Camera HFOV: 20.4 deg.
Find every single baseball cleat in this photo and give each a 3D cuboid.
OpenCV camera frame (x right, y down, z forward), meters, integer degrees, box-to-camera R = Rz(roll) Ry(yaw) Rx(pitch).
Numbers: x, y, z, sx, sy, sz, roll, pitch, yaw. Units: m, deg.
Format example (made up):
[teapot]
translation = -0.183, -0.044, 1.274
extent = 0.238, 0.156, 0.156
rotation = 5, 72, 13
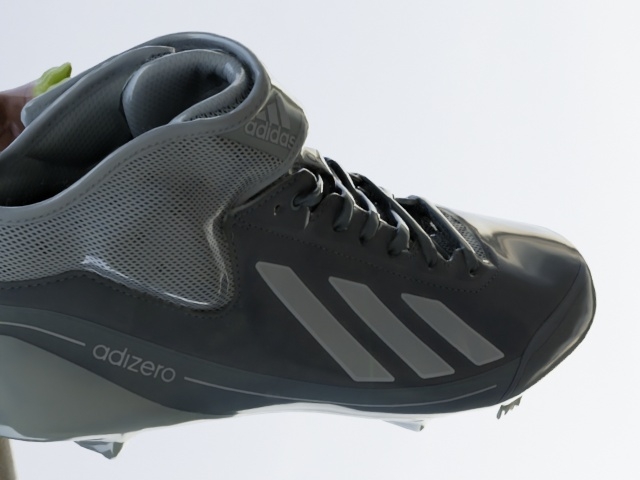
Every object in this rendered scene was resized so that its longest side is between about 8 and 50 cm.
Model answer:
[baseball cleat]
translation = 0.000, 0.000, 0.463
extent = 0.205, 0.072, 0.109
rotation = -9, -53, -33

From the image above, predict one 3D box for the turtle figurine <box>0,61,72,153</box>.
[turtle figurine]
translation = -0.198, -0.064, 0.668
extent = 0.217, 0.269, 0.087
rotation = 24, -86, -21

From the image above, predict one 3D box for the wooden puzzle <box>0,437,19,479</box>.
[wooden puzzle]
translation = -0.201, 0.229, 0.576
extent = 0.080, 0.322, 0.348
rotation = -33, -70, -77
